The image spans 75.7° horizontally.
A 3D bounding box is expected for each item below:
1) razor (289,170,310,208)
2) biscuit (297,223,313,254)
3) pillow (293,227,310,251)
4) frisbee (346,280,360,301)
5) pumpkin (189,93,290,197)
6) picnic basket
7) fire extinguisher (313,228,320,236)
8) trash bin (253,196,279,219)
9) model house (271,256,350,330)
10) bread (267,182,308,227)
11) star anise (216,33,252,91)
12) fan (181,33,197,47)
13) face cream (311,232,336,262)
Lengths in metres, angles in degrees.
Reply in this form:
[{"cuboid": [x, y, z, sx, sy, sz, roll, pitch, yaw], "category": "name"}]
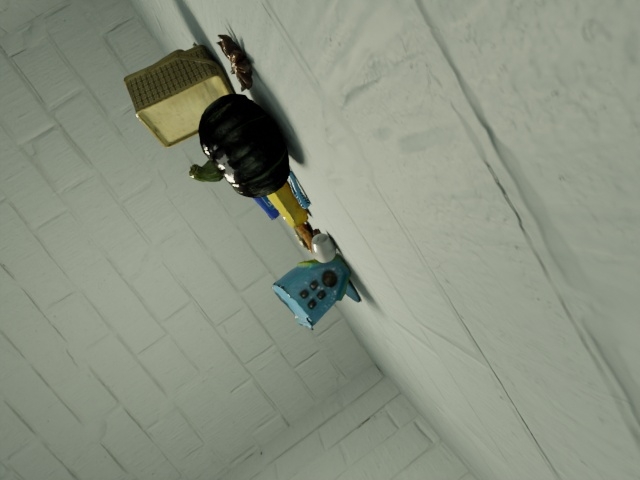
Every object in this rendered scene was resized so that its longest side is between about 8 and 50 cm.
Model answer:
[{"cuboid": [-0.103, -0.206, 1.399, 0.253, 0.042, 0.082, 57, 174, -35], "category": "razor"}, {"cuboid": [-0.063, -0.038, 1.898, 0.249, 0.036, 0.165, 61, -171, 10], "category": "biscuit"}, {"cuboid": [-0.056, 0.020, 2.036, 0.229, 0.050, 0.148, 49, -169, -50], "category": "pillow"}, {"cuboid": [0.087, 0.182, 1.940, 0.289, 0.049, 0.289, 54, 173, 9], "category": "frisbee"}, {"cuboid": [-0.232, -0.238, 1.161, 0.295, 0.296, 0.296, 54, 173, 9], "category": "pumpkin"}, {"cuboid": [-0.470, -0.500, 1.424, 0.175, 0.313, 0.228, 63, 178, 21], "category": "picnic basket"}, {"cuboid": [0.000, 0.000, 1.756, 0.049, 0.035, 0.173, 14, 161, 13], "category": "fire extinguisher"}, {"cuboid": [-0.269, -0.233, 1.984, 0.234, 0.163, 0.184, 53, 177, -38], "category": "trash bin"}, {"cuboid": [-0.024, 0.174, 1.678, 0.215, 0.303, 0.237, 49, 164, -10], "category": "model house"}, {"cuboid": [-0.139, -0.167, 1.653, 0.245, 0.095, 0.102, 53, 164, 12], "category": "bread"}, {"cuboid": [-0.196, -0.423, 0.982, 0.141, 0.042, 0.141, 56, 172, 13], "category": "star anise"}, {"cuboid": [-0.484, -0.733, 1.624, 0.310, 0.010, 0.182, 52, 173, 22], "category": "fan"}, {"cuboid": [0.011, 0.028, 1.546, 0.091, 0.091, 0.095, 47, 161, 49], "category": "face cream"}]
